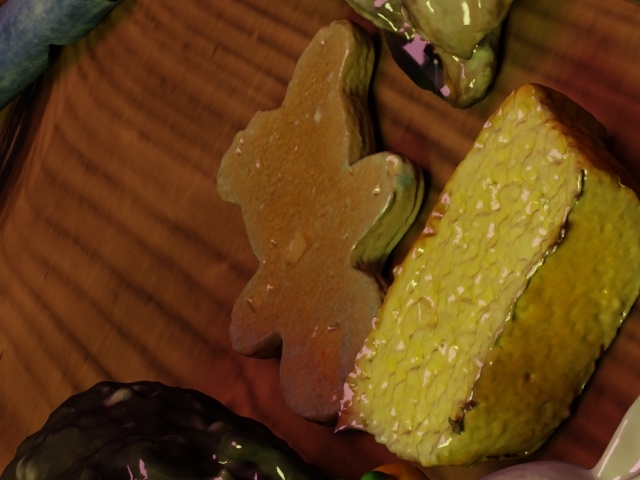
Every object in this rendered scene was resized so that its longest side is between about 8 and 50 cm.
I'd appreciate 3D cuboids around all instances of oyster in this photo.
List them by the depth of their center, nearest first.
[{"bbox_3d":[0.009,-0.212,0.969,0.337,0.133,0.198,-120,33,-44],"label":"oyster"}]

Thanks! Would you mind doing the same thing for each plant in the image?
[{"bbox_3d":[-0.059,0.174,0.832,0.204,0.178,0.234,-63,27,10],"label":"plant"}]

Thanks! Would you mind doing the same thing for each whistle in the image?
[{"bbox_3d":[-0.244,-0.139,1.389,0.304,0.062,0.062,-32,48,45],"label":"whistle"}]

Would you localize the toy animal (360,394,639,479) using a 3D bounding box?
[{"bbox_3d":[0.086,0.104,0.700,0.127,0.131,0.181,-47,2,-33],"label":"toy animal"}]

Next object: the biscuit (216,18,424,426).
[{"bbox_3d":[0.000,0.000,0.974,0.153,0.030,0.234,-49,38,31],"label":"biscuit"}]

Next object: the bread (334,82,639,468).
[{"bbox_3d":[0.079,0.027,0.812,0.187,0.065,0.103,-62,35,11],"label":"bread"}]
